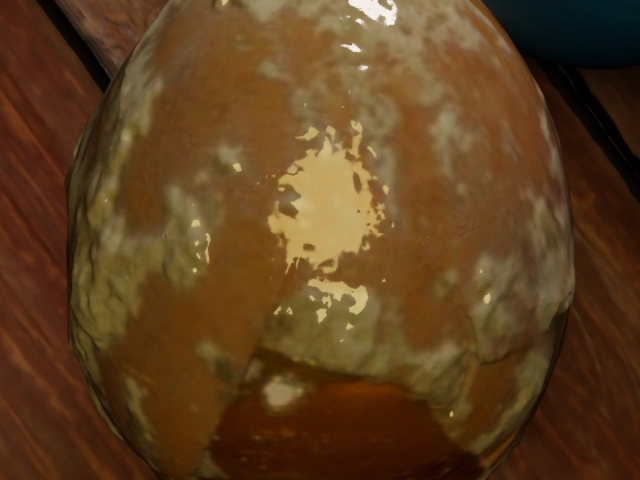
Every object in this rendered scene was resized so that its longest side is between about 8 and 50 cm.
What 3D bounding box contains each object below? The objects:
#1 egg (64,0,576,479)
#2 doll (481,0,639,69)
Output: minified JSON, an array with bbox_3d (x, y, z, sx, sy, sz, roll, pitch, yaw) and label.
[{"bbox_3d":[0.000,0.000,0.515,0.195,0.195,0.233,10,115,0],"label":"egg"},{"bbox_3d":[0.151,-0.120,0.542,0.257,0.161,0.215,26,60,-11],"label":"doll"}]
